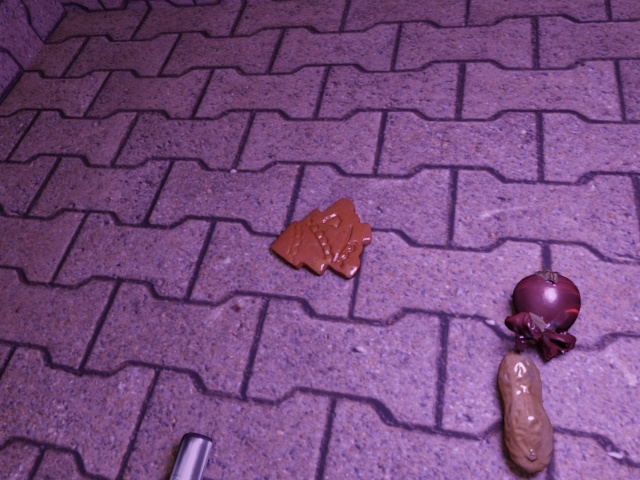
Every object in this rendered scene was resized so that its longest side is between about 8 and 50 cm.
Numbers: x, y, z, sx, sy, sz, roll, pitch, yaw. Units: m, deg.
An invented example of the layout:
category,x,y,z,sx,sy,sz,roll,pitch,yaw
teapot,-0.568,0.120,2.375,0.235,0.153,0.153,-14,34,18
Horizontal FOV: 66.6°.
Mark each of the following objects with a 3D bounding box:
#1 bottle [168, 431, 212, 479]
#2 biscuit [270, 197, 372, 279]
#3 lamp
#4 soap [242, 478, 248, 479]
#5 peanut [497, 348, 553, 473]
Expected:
category,x,y,z,sx,sy,sz,roll,pitch,yaw
bottle,-0.327,0.585,1.136,0.096,0.079,0.254,-23,45,45
biscuit,0.000,0.000,1.450,0.306,0.043,0.284,-10,56,6
lamp,0.531,0.157,1.148,0.151,0.215,0.223,-45,33,37
soap,-0.158,0.593,1.128,0.089,0.012,0.034,37,72,29
peanut,0.451,0.370,1.077,0.101,0.117,0.263,9,56,-5
